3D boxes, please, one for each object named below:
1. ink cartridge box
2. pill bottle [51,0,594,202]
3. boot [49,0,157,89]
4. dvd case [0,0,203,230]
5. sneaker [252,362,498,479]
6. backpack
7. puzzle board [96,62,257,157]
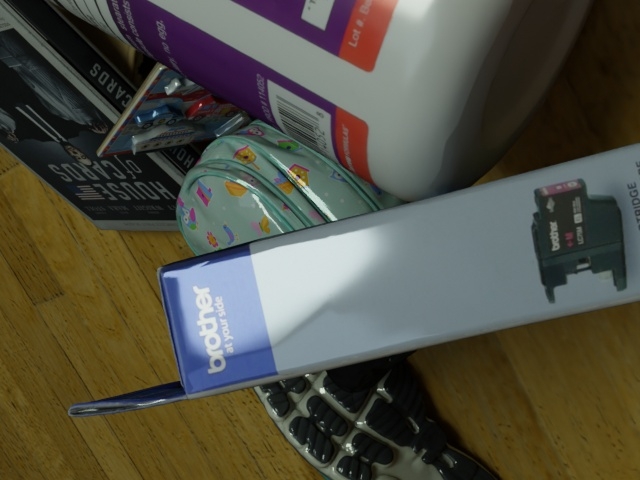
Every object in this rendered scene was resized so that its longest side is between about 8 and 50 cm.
[{"bbox_3d":[0.062,0.012,0.426,0.311,0.186,0.065,-17,85,13],"label":"ink cartridge box"},{"bbox_3d":[-0.032,-0.165,0.475,0.323,0.181,0.181,32,133,19],"label":"pill bottle"},{"bbox_3d":[-0.227,-0.160,0.702,0.269,0.089,0.236,32,139,13],"label":"boot"},{"bbox_3d":[-0.180,-0.085,0.670,0.179,0.029,0.239,1,145,44],"label":"dvd case"},{"bbox_3d":[0.029,0.161,0.701,0.275,0.107,0.110,51,145,0],"label":"sneaker"},{"bbox_3d":[0.000,0.000,0.605,0.182,0.115,0.152,47,137,5],"label":"backpack"},{"bbox_3d":[-0.065,-0.084,0.594,0.096,0.128,0.011,-41,70,46],"label":"puzzle board"}]
